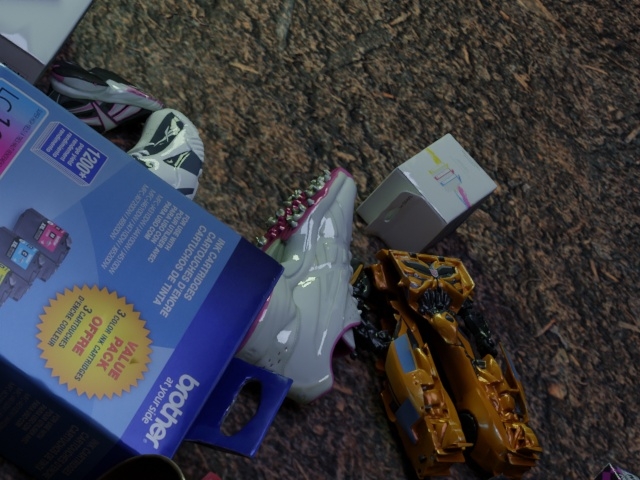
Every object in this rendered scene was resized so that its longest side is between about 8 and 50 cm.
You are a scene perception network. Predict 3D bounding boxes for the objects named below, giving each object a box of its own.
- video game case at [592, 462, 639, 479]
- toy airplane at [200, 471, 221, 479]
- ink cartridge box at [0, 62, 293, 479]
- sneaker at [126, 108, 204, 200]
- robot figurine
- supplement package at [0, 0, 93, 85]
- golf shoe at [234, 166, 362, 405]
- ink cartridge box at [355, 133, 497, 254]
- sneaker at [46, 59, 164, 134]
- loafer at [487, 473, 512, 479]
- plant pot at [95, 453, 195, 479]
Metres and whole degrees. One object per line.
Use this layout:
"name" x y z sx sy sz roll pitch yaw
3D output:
"video game case" 0.416 0.355 2.024 0.210 0.042 0.232 27 20 -35
"toy airplane" -0.110 0.285 1.745 0.151 0.028 0.151 22 44 -23
"ink cartridge box" -0.220 0.066 1.727 0.395 0.151 0.270 36 52 -9
"sneaker" -0.211 -0.069 1.939 0.153 0.094 0.235 29 50 -28
"robot figurine" 0.131 0.125 2.051 0.211 0.085 0.291 7 50 -37
"supplement package" -0.353 -0.261 1.962 0.204 0.145 0.262 34 40 -9
"golf shoe" -0.012 0.049 1.998 0.140 0.115 0.306 41 46 -15
"ink cartridge box" 0.120 -0.045 2.195 0.090 0.092 0.143 48 40 7
"sneaker" -0.243 -0.141 2.010 0.072 0.077 0.178 35 12 30
"loafer" 0.289 0.346 1.963 0.302 0.095 0.109 45 38 1
"plant pot" -0.103 0.330 1.595 0.230 0.215 0.215 37 36 -29
